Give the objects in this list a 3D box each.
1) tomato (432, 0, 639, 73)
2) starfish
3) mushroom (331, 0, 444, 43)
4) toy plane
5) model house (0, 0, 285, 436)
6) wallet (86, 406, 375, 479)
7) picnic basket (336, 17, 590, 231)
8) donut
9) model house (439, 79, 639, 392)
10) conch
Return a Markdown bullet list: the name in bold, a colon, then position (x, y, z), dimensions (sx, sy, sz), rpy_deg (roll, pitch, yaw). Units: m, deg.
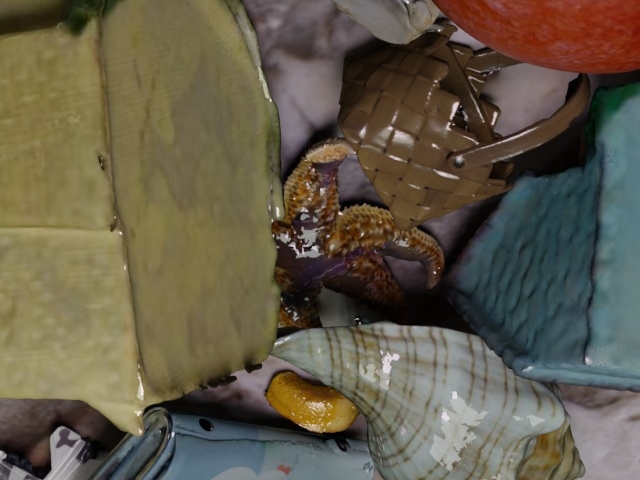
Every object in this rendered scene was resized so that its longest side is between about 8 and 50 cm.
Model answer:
- **tomato**: position (0.180, -0.231, 1.018), dimensions (0.265, 0.265, 0.265), rpy_deg (-5, 131, -5)
- **starfish**: position (-0.001, -0.001, 1.317), dimensions (0.238, 0.071, 0.216), rpy_deg (12, 122, -31)
- **mushroom**: position (0.012, -0.244, 1.092), dimensions (0.096, 0.099, 0.278), rpy_deg (-29, 126, 8)
- **toy plane**: position (-0.274, 0.256, 1.477), dimensions (0.234, 0.082, 0.160), rpy_deg (-41, 134, 9)
- **model house**: position (-0.194, -0.034, 1.152), dimensions (0.266, 0.261, 0.321), rpy_deg (-5, 93, 21)
- **wallet**: position (-0.087, 0.228, 1.450), dimensions (0.250, 0.075, 0.176), rpy_deg (15, 126, -43)
- **picnic basket**: position (0.113, -0.099, 1.204), dimensions (0.179, 0.128, 0.137), rpy_deg (-16, 129, 21)
- **donut**: position (-0.003, 0.137, 1.454), dimensions (0.083, 0.067, 0.038), rpy_deg (29, 134, 9)
- **model house**: position (0.269, 0.013, 1.309), dimensions (0.281, 0.249, 0.229), rpy_deg (9, 83, -21)
- **conch**: position (0.113, 0.159, 1.357), dimensions (0.203, 0.169, 0.386), rpy_deg (-29, 154, 33)
